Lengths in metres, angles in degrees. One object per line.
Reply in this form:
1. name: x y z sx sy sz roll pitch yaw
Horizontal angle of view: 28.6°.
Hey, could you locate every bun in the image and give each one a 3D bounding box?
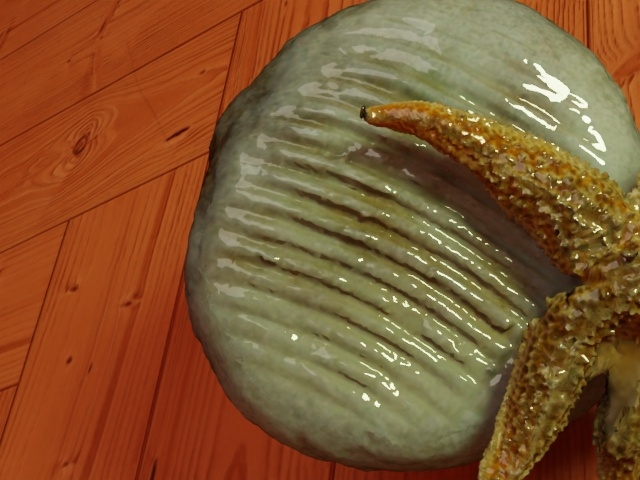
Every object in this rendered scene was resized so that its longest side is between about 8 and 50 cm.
1. bun: 0.073 -0.001 0.932 0.362 0.362 0.211 -50 -9 -2

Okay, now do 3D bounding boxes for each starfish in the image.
1. starfish: 0.174 0.057 0.769 0.301 0.294 0.084 0 5 7
